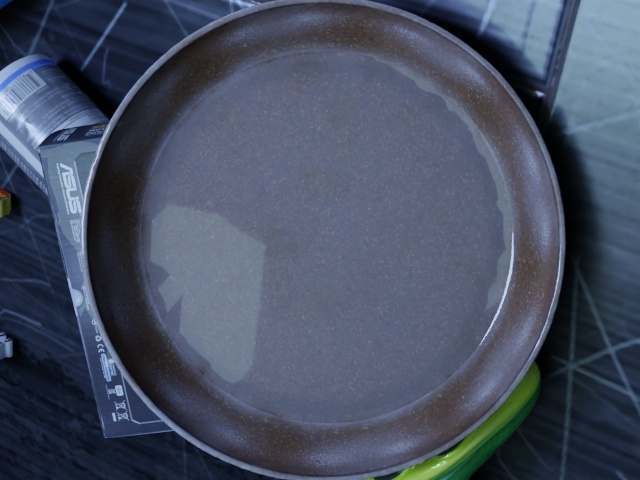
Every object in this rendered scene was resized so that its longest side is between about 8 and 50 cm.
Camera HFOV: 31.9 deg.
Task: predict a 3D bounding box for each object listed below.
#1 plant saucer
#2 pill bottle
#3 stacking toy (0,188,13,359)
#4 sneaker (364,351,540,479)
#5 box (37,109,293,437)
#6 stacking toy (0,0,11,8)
[{"bbox_3d":[0.000,0.000,0.733,0.310,0.050,0.310,0,95,5],"label":"plant saucer"},{"bbox_3d":[-0.198,-0.074,0.881,0.137,0.078,0.078,45,126,8],"label":"pill bottle"},{"bbox_3d":[-0.376,0.010,1.048,0.221,0.052,0.167,18,116,27],"label":"stacking toy"},{"bbox_3d":[0.059,0.181,0.819,0.295,0.123,0.109,-52,41,21],"label":"sneaker"},{"bbox_3d":[-0.089,0.022,0.821,0.183,0.056,0.231,-8,107,5],"label":"box"},{"bbox_3d":[-0.326,-0.315,0.840,0.166,0.175,0.302,-25,81,29],"label":"stacking toy"}]
